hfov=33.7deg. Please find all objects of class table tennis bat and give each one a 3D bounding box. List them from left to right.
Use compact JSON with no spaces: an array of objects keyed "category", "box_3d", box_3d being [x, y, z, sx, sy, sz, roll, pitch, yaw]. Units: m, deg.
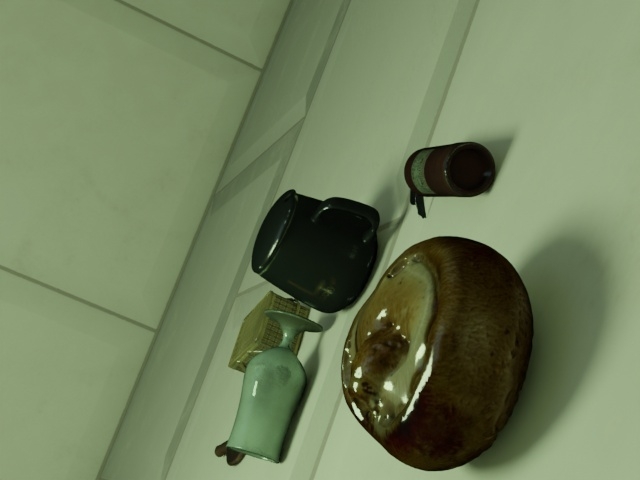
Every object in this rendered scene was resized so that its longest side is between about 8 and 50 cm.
[{"category":"table tennis bat","box_3d":[-0.199,0.347,1.927,0.170,0.119,0.107,-43,26,54]}]

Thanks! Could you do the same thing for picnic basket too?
[{"category":"picnic basket","box_3d":[-0.094,0.175,1.904,0.164,0.079,0.115,-46,24,54]}]

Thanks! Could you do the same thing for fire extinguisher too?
[{"category":"fire extinguisher","box_3d":[0.161,-0.080,1.434,0.231,0.071,0.099,-178,84,-76]}]

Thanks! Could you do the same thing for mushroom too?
[{"category":"mushroom","box_3d":[0.118,0.113,1.075,0.253,0.153,0.253,-48,30,39]}]

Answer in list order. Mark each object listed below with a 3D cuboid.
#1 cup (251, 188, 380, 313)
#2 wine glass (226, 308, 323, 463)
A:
[{"category":"cup","box_3d":[0.000,0.000,1.658,0.223,0.176,0.169,-52,16,46]},{"category":"wine glass","box_3d":[-0.075,0.235,1.696,0.103,0.103,0.231,152,136,-68]}]
